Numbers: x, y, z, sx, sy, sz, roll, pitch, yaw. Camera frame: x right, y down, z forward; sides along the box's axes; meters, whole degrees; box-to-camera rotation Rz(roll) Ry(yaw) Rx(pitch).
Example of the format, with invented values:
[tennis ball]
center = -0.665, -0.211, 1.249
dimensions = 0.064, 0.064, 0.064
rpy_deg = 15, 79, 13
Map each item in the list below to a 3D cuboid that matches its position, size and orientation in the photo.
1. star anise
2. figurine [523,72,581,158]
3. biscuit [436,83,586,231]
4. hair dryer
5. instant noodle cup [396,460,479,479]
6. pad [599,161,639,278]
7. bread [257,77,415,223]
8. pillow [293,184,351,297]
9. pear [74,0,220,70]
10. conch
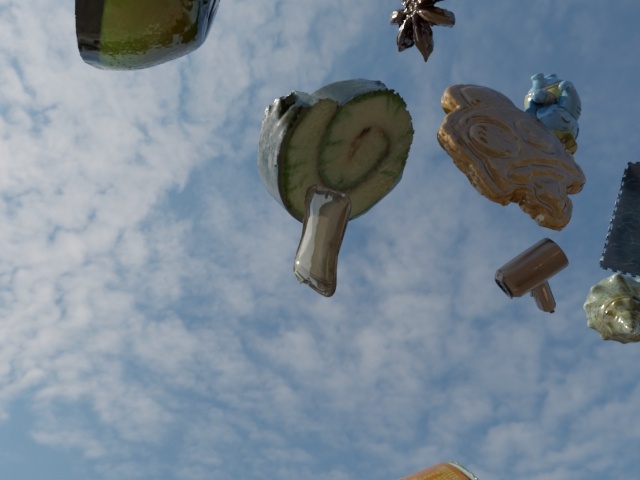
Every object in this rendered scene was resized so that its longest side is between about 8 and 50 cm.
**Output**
[star anise]
center = 0.165, -0.379, 0.820
dimensions = 0.057, 0.168, 0.168
rpy_deg = 0, -56, -25
[figurine]
center = 0.542, -0.294, 1.205
dimensions = 0.153, 0.262, 0.180
rpy_deg = -4, -12, 22
[biscuit]
center = 0.358, -0.174, 0.951
dimensions = 0.269, 0.376, 0.051
rpy_deg = -7, -33, -23
[hair dryer]
center = 0.394, 0.087, 0.910
dimensions = 0.117, 0.064, 0.182
rpy_deg = -36, -52, 4
[instant noodle cup]
center = 0.080, 0.303, 0.419
dimensions = 0.172, 0.216, 0.216
rpy_deg = -22, -58, -14
[pad]
center = 0.793, -0.028, 1.113
dimensions = 0.012, 0.269, 0.269
rpy_deg = -8, -71, -49
[bread]
center = 0.034, -0.212, 1.148
dimensions = 0.366, 0.129, 0.382
rpy_deg = -49, -43, 5
[pillow]
center = 0.000, 0.000, 1.045
dimensions = 0.038, 0.130, 0.233
rpy_deg = -11, -60, -44
[pear]
center = -0.259, -0.462, 0.868
dimensions = 0.165, 0.399, 0.399
rpy_deg = 19, -61, -13
[conch]
center = 0.779, 0.168, 1.258
dimensions = 0.169, 0.386, 0.203
rpy_deg = -28, -96, 41
